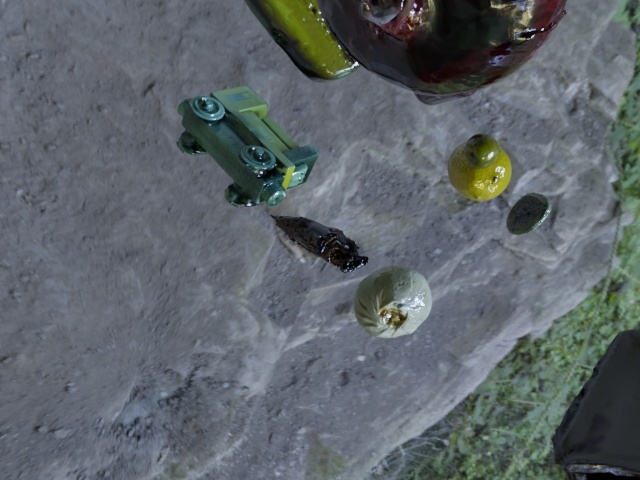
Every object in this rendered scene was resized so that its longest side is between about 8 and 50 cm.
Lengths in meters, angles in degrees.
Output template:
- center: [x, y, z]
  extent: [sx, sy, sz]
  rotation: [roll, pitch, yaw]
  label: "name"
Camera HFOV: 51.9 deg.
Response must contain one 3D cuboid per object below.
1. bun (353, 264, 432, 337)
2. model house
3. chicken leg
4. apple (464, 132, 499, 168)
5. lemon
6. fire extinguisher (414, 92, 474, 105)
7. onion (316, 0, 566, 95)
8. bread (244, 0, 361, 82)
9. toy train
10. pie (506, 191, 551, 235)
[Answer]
- center: [0.191, 0.174, 1.750]
  extent: [0.222, 0.127, 0.222]
  rotation: [2, 107, 6]
  label: "bun"
- center: [0.472, 0.289, 0.812]
  extent: [0.317, 0.297, 0.283]
  rotation: [-43, 130, -37]
  label: "model house"
- center: [0.000, 0.000, 1.217]
  extent: [0.063, 0.234, 0.105]
  rotation: [-53, 128, -9]
  label: "chicken leg"
- center: [0.405, -0.227, 1.663]
  extent: [0.074, 0.089, 0.090]
  rotation: [-26, 87, -23]
  label: "apple"
- center: [0.460, -0.208, 1.918]
  extent: [0.178, 0.203, 0.178]
  rotation: [-8, 119, -15]
  label: "lemon"
- center: [0.343, -0.435, 1.761]
  extent: [0.135, 0.337, 0.114]
  rotation: [10, 94, -12]
  label: "fire extinguisher"
- center: [0.119, -0.291, 0.723]
  extent: [0.314, 0.314, 0.232]
  rotation: [38, 59, -5]
  label: "onion"
- center: [-0.019, -0.528, 1.431]
  extent: [0.251, 0.208, 0.376]
  rotation: [-42, 107, 5]
  label: "bread"
- center: [-0.189, -0.248, 1.705]
  extent: [0.253, 0.160, 0.397]
  rotation: [-24, 61, -42]
  label: "toy train"
- center: [0.332, -0.043, 1.055]
  extent: [0.021, 0.084, 0.084]
  rotation: [35, 71, -23]
  label: "pie"
